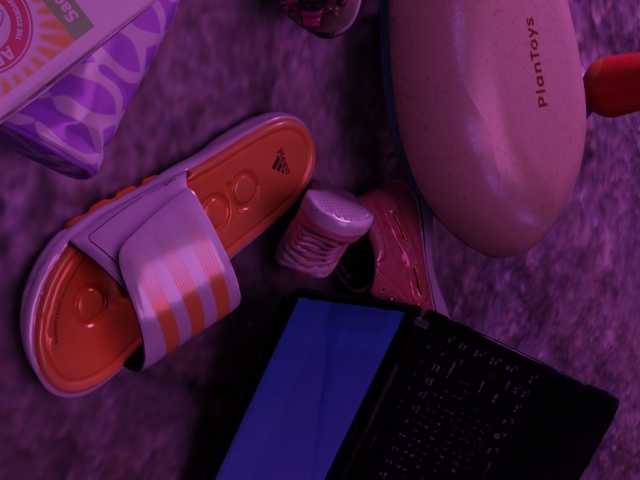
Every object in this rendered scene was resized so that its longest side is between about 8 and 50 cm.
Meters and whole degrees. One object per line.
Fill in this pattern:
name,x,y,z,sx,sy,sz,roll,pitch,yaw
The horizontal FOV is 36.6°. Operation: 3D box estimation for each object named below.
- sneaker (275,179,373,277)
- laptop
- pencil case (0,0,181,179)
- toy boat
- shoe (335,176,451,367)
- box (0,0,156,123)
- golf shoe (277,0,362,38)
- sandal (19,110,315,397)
sneaker,0.000,0.000,0.684,0.051,0.134,0.070,23,98,-5
laptop,0.060,0.180,0.724,0.234,0.264,0.136,-65,176,12
pencil case,-0.124,-0.136,0.536,0.088,0.086,0.206,25,77,-12
toy boat,0.165,-0.124,0.814,0.318,0.148,0.267,-8,93,-41
shoe,0.054,0.042,0.788,0.081,0.063,0.178,-20,108,-41
box,-0.175,-0.148,0.400,0.103,0.114,0.203,-43,110,-17
golf shoe,0.005,-0.235,0.674,0.086,0.067,0.186,-6,103,-76
sandal,-0.076,-0.003,0.623,0.265,0.076,0.102,-44,128,-31
